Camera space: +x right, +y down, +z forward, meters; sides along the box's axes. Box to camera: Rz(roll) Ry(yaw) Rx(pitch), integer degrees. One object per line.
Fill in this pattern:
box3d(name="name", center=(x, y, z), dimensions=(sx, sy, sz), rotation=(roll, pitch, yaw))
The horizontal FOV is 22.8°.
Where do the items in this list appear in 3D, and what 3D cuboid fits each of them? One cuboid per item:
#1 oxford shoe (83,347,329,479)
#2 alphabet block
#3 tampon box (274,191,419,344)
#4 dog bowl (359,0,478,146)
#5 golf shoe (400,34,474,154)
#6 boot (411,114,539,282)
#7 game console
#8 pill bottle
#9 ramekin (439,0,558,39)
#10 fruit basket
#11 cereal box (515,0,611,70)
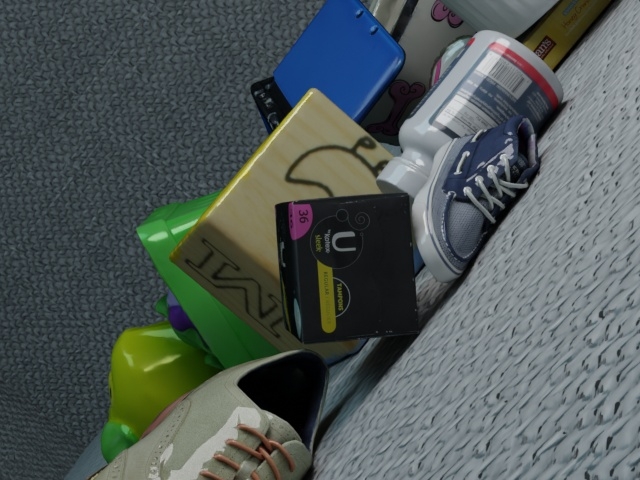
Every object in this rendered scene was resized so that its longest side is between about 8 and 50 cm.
box3d(name="oxford shoe", center=(-0.094, 0.192, 1.243), dimensions=(0.146, 0.140, 0.397), rotation=(-40, 10, 25))
box3d(name="alphabet block", center=(-0.011, -0.005, 1.612), dimensions=(0.192, 0.197, 0.193), rotation=(-52, 5, -21))
box3d(name="tampon box", center=(0.020, 0.022, 1.374), dimensions=(0.161, 0.101, 0.120), rotation=(179, 86, -84))
box3d(name="dog bowl", center=(0.160, -0.302, 2.125), dimensions=(0.408, 0.150, 0.408), rotation=(-157, 90, -84))
box3d(name="golf shoe", center=(0.159, -0.153, 1.895), dimensions=(0.086, 0.067, 0.186), rotation=(-116, 42, -58))
box3d(name="boot", center=(0.136, -0.043, 1.357), dimensions=(0.086, 0.069, 0.190), rotation=(-26, 27, 28))
box3d(name="game console", center=(0.031, -0.139, 1.986), dimensions=(0.173, 0.250, 0.293), rotation=(-24, 30, -2))
box3d(name="pill bottle", center=(0.138, -0.101, 1.512), dimensions=(0.180, 0.108, 0.108), rotation=(-51, 5, -9))
box3d(name="ramekin", center=(0.238, -0.347, 1.758), dimensions=(0.277, 0.135, 0.277), rotation=(-47, 5, 5))
box3d(name="fruit basket", center=(-0.152, 0.102, 1.926), dimensions=(0.392, 0.283, 0.392), rotation=(-32, 5, 3))
box3d(name="cereal box", center=(0.272, -0.255, 1.834), dimensions=(0.173, 0.047, 0.240), rotation=(-50, 4, 2))
